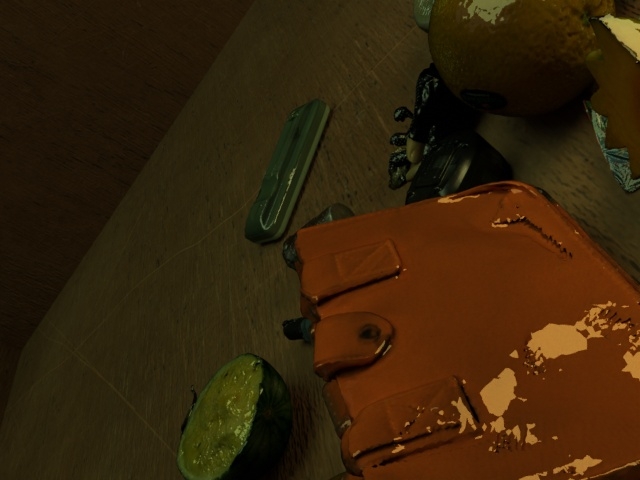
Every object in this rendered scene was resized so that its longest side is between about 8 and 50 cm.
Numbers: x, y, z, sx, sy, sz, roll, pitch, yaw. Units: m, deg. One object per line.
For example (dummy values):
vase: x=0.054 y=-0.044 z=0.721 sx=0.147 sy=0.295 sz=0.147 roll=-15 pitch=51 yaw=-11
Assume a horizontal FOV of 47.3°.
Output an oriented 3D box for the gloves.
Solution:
gloves: x=0.174 y=-0.172 z=1.125 sx=0.129 sy=0.107 sz=0.180 roll=-106 pitch=22 yaw=-58

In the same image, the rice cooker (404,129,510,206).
rice cooker: x=0.180 y=-0.066 z=0.969 sx=0.112 sy=0.106 sz=0.165 roll=-7 pitch=47 yaw=56

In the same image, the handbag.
handbag: x=0.139 y=0.097 z=0.670 sx=0.304 sy=0.116 sz=0.410 roll=-12 pitch=33 yaw=-4

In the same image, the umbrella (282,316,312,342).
umbrella: x=0.019 y=0.134 z=1.118 sx=0.250 sy=0.052 sz=0.053 roll=-17 pitch=83 yaw=55

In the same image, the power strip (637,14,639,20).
power strip: x=0.394 y=-0.240 z=0.837 sx=0.226 sy=0.029 sz=0.080 roll=-62 pitch=25 yaw=-3

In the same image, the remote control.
remote control: x=-0.076 y=-0.154 z=1.578 sx=0.128 sy=0.066 sz=0.335 roll=-11 pitch=54 yaw=55

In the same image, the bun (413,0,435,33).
bun: x=0.242 y=-0.398 z=1.191 sx=0.173 sy=0.113 sz=0.166 roll=-52 pitch=33 yaw=13

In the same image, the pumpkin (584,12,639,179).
pumpkin: x=0.373 y=-0.117 z=0.689 sx=0.149 sy=0.130 sz=0.253 roll=-25 pitch=56 yaw=-1

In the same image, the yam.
yam: x=-0.001 y=0.000 z=1.267 sx=0.141 sy=0.079 sz=0.079 roll=-37 pitch=34 yaw=36

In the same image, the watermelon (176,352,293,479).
watermelon: x=-0.121 y=0.287 z=1.122 sx=0.232 sy=0.127 sz=0.204 roll=-36 pitch=35 yaw=37

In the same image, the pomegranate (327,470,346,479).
pomegranate: x=0.041 y=0.311 z=0.658 sx=0.221 sy=0.257 sz=0.220 roll=15 pitch=-90 yaw=-89

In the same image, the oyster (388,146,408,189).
oyster: x=0.129 y=-0.125 z=1.219 sx=0.054 sy=0.019 sz=0.083 roll=-30 pitch=39 yaw=48

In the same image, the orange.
orange: x=0.246 y=-0.261 z=0.912 sx=0.236 sy=0.236 sz=0.236 roll=-43 pitch=30 yaw=33

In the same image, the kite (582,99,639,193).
kite: x=0.351 y=-0.126 z=0.780 sx=0.183 sy=0.010 sz=0.160 roll=22 pitch=95 yaw=52
